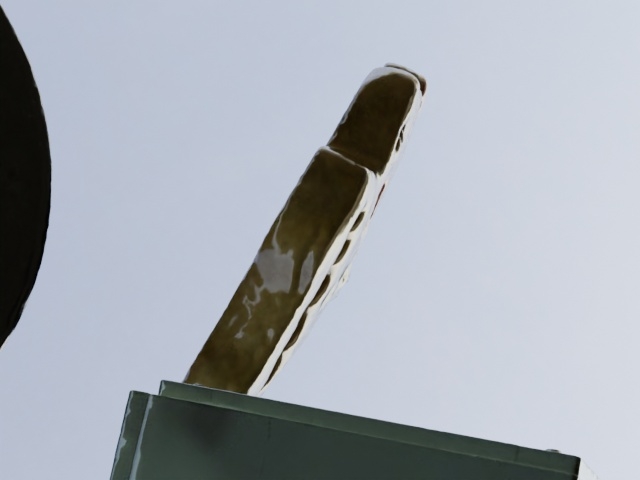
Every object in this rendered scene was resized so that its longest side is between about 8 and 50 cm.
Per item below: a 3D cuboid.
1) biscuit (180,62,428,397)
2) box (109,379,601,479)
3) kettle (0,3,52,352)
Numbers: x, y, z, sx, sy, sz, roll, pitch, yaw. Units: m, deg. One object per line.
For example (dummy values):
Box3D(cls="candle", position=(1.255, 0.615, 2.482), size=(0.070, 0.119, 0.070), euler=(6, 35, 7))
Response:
Box3D(cls="biscuit", position=(0.000, 0.000, 0.760), size=(0.036, 0.166, 0.225), euler=(29, -164, 1))
Box3D(cls="box", position=(0.026, 0.111, 0.607), size=(0.225, 0.129, 0.086), euler=(44, -123, -71))
Box3D(cls="kettle", position=(-0.257, -0.034, 0.725), size=(0.228, 0.324, 0.321), euler=(30, -118, -23))
